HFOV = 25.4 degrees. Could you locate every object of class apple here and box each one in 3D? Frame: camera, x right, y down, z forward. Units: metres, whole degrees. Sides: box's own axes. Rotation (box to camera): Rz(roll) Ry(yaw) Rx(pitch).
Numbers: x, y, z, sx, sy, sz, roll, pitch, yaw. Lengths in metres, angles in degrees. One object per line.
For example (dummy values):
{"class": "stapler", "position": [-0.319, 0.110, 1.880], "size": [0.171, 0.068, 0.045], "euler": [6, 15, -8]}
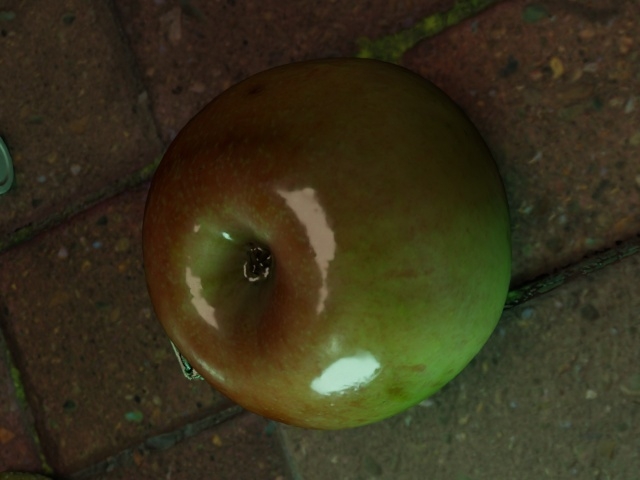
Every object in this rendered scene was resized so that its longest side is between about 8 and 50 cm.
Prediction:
{"class": "apple", "position": [0.000, 0.000, 1.191], "size": [0.319, 0.277, 0.319], "euler": [0, 90, 24]}

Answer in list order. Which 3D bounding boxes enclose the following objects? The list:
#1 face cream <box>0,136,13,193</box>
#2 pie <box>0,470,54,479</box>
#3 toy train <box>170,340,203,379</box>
{"class": "face cream", "position": [-0.444, -0.048, 1.484], "size": [0.250, 0.077, 0.077], "euler": [-18, 82, 20]}
{"class": "pie", "position": [-0.294, 0.323, 1.434], "size": [0.187, 0.041, 0.187], "euler": [0, 89, 23]}
{"class": "toy train", "position": [-0.123, 0.089, 1.359], "size": [0.038, 0.056, 0.093], "euler": [-25, 80, 3]}
